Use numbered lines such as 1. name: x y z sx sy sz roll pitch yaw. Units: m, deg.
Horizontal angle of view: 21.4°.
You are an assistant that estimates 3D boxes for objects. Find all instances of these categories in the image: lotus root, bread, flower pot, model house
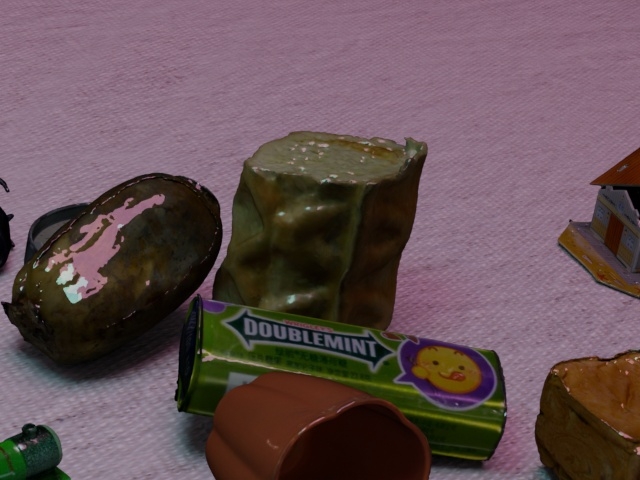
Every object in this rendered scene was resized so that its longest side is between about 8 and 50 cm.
1. lotus root: -0.229 0.031 1.933 0.160 0.152 0.275 45 61 7
2. bread: 0.320 0.208 1.774 0.143 0.149 0.158 -15 34 -32
3. flower pot: -0.018 0.213 1.643 0.191 0.190 0.173 -11 23 -33
4. bread: -0.004 0.002 1.975 0.239 0.252 0.196 4 25 -1
5. model house: 0.451 -0.031 2.288 0.207 0.136 0.219 -1 28 -20

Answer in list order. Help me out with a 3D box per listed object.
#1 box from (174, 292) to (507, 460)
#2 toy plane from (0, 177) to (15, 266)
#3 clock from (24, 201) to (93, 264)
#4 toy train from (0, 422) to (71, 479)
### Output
1. box: 0.021 0.146 1.805 0.346 0.097 0.134 11 38 -12
2. toy plane: -0.512 -0.041 2.099 0.382 0.106 0.155 28 44 24
3. clock: -0.261 0.014 2.111 0.215 0.042 0.215 6 26 -3
4. toy train: -0.338 0.246 1.551 0.251 0.119 0.085 -20 37 -41
